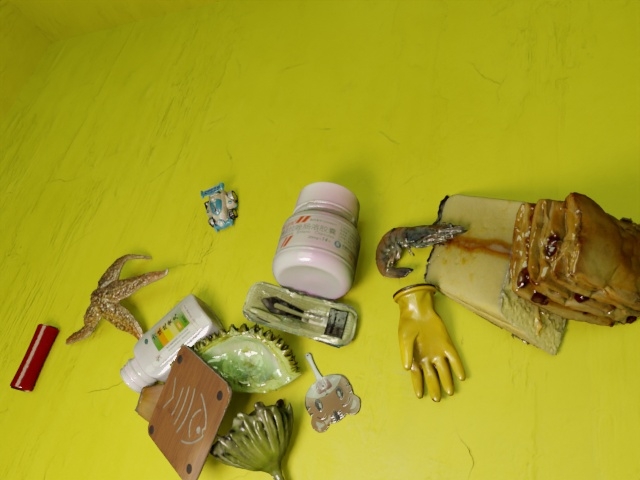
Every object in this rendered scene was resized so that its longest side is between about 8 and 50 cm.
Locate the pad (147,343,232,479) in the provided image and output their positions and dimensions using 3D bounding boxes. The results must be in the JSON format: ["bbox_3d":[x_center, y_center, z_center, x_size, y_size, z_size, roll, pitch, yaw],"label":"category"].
[{"bbox_3d":[-0.357,0.460,1.362,0.284,0.018,0.286,23,92,45],"label":"pad"}]

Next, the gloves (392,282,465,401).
[{"bbox_3d":[0.279,0.268,1.315,0.133,0.116,0.294,-21,60,21],"label":"gloves"}]

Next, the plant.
[{"bbox_3d":[-0.129,0.585,1.333,0.251,0.180,0.333,-32,85,-2],"label":"plant"}]

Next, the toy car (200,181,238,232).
[{"bbox_3d":[-0.376,-0.121,1.851,0.126,0.098,0.161,-21,53,15],"label":"toy car"}]

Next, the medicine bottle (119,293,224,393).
[{"bbox_3d":[-0.475,0.335,1.607,0.324,0.124,0.179,-43,54,-3],"label":"medicine bottle"}]

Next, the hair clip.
[{"bbox_3d":[-0.061,0.217,1.458,0.322,0.091,0.138,18,60,-2],"label":"hair clip"}]

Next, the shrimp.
[{"bbox_3d":[0.275,0.028,1.447,0.296,0.058,0.169,-10,62,43],"label":"shrimp"}]

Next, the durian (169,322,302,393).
[{"bbox_3d":[-0.247,0.346,1.471,0.395,0.163,0.197,-7,76,5],"label":"durian"}]

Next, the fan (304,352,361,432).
[{"bbox_3d":[0.009,0.405,1.408,0.153,0.008,0.226,-33,54,4],"label":"fan"}]

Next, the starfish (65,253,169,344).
[{"bbox_3d":[-0.709,0.219,1.794,0.384,0.132,0.397,11,70,25],"label":"starfish"}]

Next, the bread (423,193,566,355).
[{"bbox_3d":[0.475,0.066,1.387,0.345,0.242,0.405,-59,22,-11],"label":"bread"}]

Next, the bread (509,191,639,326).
[{"bbox_3d":[0.619,0.039,1.169,0.325,0.167,0.277,17,68,-8],"label":"bread"}]

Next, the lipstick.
[{"bbox_3d":[-1.036,0.425,1.841,0.080,0.080,0.241,0,62,25],"label":"lipstick"}]

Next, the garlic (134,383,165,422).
[{"bbox_3d":[-0.400,0.487,1.481,0.318,0.112,0.143,-3,78,14],"label":"garlic"}]

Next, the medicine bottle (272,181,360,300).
[{"bbox_3d":[0.000,0.000,1.512,0.241,0.241,0.301,-4,52,23],"label":"medicine bottle"}]
